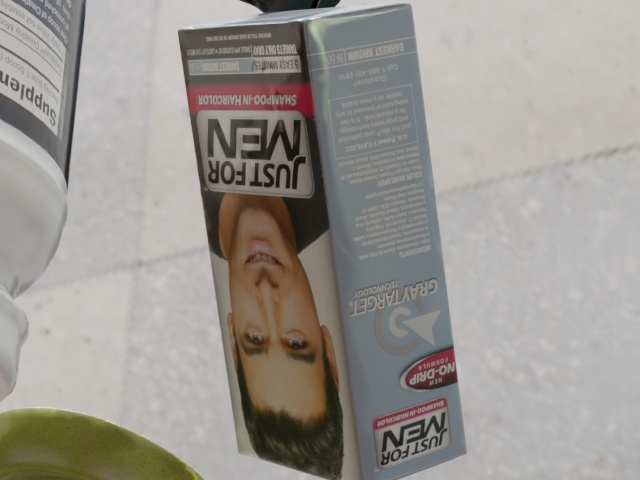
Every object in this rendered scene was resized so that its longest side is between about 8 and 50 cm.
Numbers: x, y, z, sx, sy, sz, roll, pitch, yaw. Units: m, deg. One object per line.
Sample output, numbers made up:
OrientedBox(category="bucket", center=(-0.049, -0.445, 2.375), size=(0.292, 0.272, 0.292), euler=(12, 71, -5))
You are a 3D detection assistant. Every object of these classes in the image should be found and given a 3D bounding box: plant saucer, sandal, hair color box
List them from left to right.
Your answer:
OrientedBox(category="plant saucer", center=(-0.173, 0.224, 1.348), size=(0.241, 0.241, 0.037), euler=(-3, 40, 29))
OrientedBox(category="sandal", center=(-0.033, -0.222, 1.540), size=(0.040, 0.179, 0.067), euler=(35, 106, 32))
OrientedBox(category="hair color box", center=(0.000, 0.000, 1.436), size=(0.185, 0.114, 0.374), euler=(6, 107, 54))

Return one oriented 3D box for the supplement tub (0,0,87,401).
OrientedBox(category="supplement tub", center=(-0.190, -0.080, 0.692), size=(0.191, 0.191, 0.272), euler=(-8, 66, 27))
